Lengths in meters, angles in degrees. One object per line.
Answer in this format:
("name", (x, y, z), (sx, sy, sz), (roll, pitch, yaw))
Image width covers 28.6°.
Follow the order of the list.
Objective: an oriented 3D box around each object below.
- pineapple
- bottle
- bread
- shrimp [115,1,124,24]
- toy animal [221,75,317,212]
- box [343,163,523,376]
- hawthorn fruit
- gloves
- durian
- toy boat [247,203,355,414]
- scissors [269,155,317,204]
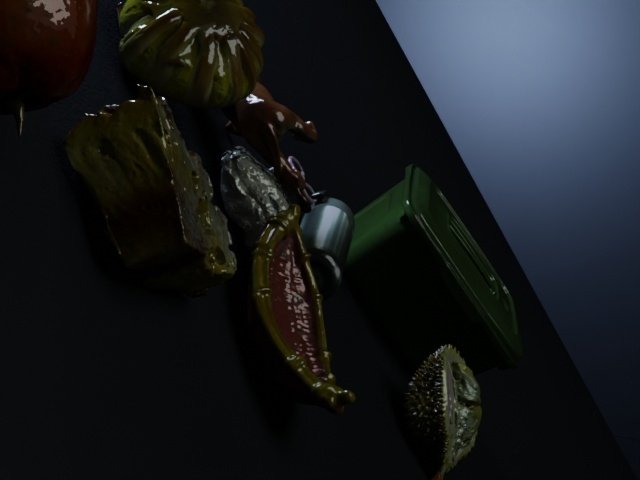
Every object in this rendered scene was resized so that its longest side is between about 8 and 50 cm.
("pineapple", (-0.163, -0.032, 1.283), (0.236, 0.114, 0.186), (57, 15, -18))
("bottle", (0.000, 0.000, 1.768), (0.253, 0.079, 0.096), (-70, 143, -69))
("bread", (-0.158, -0.263, 1.605), (0.213, 0.105, 0.213), (21, 42, -20))
("shrimp", (-0.241, -0.288, 1.668), (0.083, 0.023, 0.114), (47, 26, -30))
("toy animal", (-0.104, -0.187, 1.715), (0.312, 0.097, 0.157), (49, 6, 35))
("box", (0.174, 0.071, 2.013), (0.328, 0.178, 0.253), (54, 15, -12))
("hawthorn fruit", (-0.276, -0.183, 1.108), (0.179, 0.179, 0.200), (14, 56, -68))
("gloves", (-0.079, -0.052, 1.641), (0.153, 0.070, 0.114), (64, 16, 17))
("durian", (0.175, 0.264, 1.824), (0.146, 0.102, 0.208), (40, 47, -43))
("toy boat", (-0.031, 0.090, 1.480), (0.141, 0.099, 0.318), (42, 23, -41))
("scissors", (-0.046, -0.098, 1.918), (0.085, 0.022, 0.176), (65, 13, 10))
